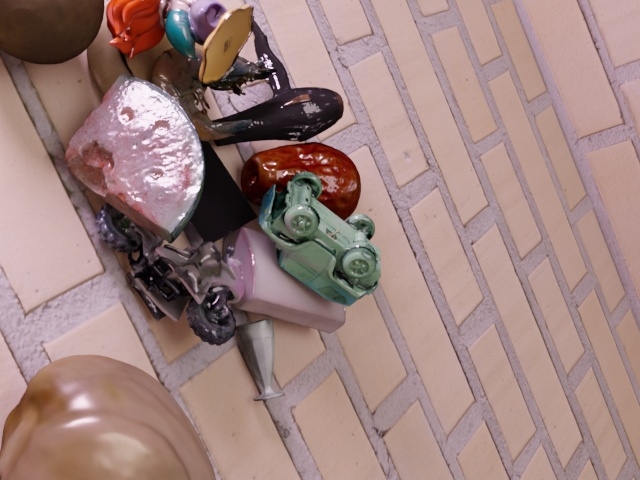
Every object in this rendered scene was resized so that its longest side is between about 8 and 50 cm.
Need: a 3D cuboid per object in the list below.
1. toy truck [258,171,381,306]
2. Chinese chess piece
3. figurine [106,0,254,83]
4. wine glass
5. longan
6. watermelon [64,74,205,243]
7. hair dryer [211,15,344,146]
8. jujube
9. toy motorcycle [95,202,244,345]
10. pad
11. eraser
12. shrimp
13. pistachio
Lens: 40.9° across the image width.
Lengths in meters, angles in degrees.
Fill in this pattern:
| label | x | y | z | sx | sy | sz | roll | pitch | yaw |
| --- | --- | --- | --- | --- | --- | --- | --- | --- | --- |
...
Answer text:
| label | x | y | z | sx | sy | sz | roll | pitch | yaw |
| --- | --- | --- | --- | --- | --- | --- | --- | --- | --- |
| toy truck | 0.000 | 0.000 | 1.710 | 0.279 | 0.156 | 0.155 | 36 | 28 | -21 |
| Chinese chess piece | -0.322 | -0.349 | 1.637 | 0.249 | 0.103 | 0.250 | 19 | 63 | -45 |
| figurine | -0.269 | -0.398 | 1.486 | 0.257 | 0.208 | 0.181 | 34 | 14 | 8 |
| wine glass | -0.118 | 0.236 | 1.697 | 0.073 | 0.073 | 0.155 | -5 | 84 | -49 |
| longan | -0.460 | -0.404 | 1.402 | 0.215 | 0.246 | 0.246 | -27 | 100 | -9 |
| watermelon | -0.319 | -0.121 | 1.495 | 0.226 | 0.148 | 0.318 | -15 | 69 | -14 |
| hair dryer | -0.138 | -0.357 | 1.859 | 0.303 | 0.120 | 0.359 | -15 | 67 | -20 |
| jujube | -0.039 | -0.122 | 1.828 | 0.255 | 0.190 | 0.190 | 8 | 71 | -35 |
| toy motorcycle | -0.257 | 0.038 | 1.564 | 0.327 | 0.143 | 0.188 | 47 | 36 | -7 |
| pad | -0.238 | -0.118 | 1.687 | 0.163 | 0.004 | 0.243 | -33 | 89 | -48 |
| eraser | -0.071 | 0.084 | 1.772 | 0.270 | 0.095 | 0.174 | 21 | 44 | -44 |
| shrimp | -0.193 | -0.278 | 1.641 | 0.289 | 0.075 | 0.178 | -7 | 89 | -52 |
| pistachio | -0.313 | 0.385 | 1.260 | 0.365 | 0.281 | 0.445 | -23 | 90 | -46 |
